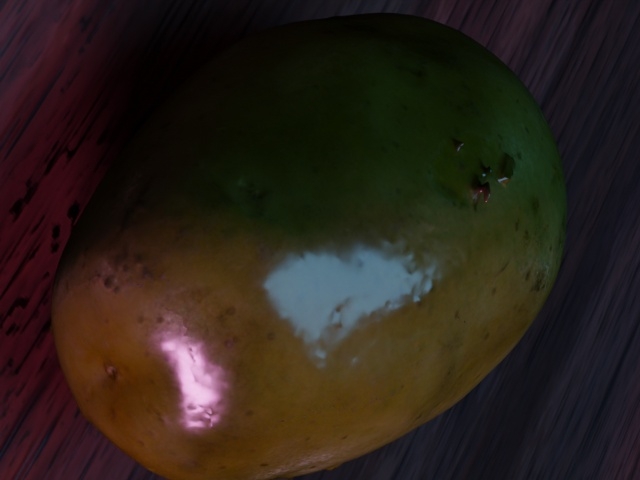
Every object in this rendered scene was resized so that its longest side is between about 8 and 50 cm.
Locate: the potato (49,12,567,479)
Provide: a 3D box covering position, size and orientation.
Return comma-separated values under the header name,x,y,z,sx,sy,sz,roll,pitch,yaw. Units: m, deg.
name,x,y,z,sx,sy,sz,roll,pitch,yaw
potato,-0.001,0.001,0.881,0.304,0.216,0.216,-30,126,-36
